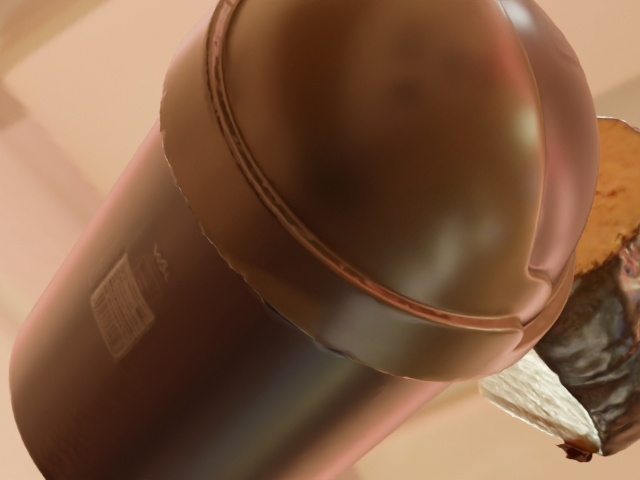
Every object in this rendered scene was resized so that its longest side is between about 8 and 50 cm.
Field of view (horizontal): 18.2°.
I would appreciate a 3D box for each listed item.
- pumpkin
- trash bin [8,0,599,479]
[{"bbox_3d":[0.097,0.041,1.206,0.280,0.190,0.139,-18,-54,13],"label":"pumpkin"},{"bbox_3d":[0.000,0.000,0.943,0.214,0.214,0.334,34,-49,-6],"label":"trash bin"}]
